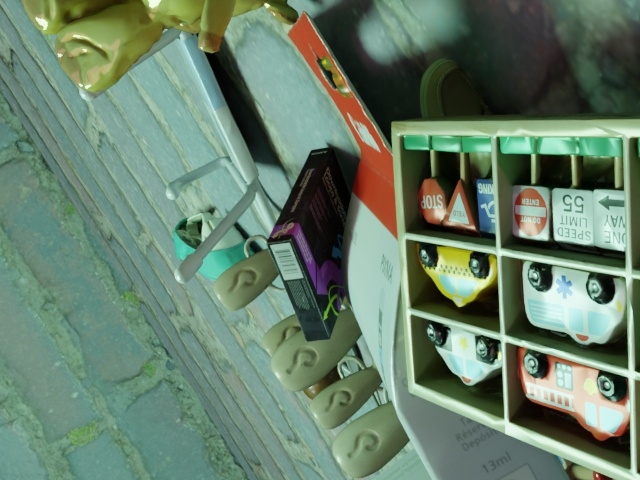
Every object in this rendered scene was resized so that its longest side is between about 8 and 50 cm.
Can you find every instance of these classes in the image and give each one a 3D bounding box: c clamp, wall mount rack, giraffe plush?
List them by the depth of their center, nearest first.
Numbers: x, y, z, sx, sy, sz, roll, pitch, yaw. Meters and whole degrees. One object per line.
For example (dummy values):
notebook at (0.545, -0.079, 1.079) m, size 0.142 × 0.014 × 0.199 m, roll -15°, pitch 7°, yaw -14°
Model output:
giraffe plush at (-0.109, -0.220, 0.733) m, size 0.210 × 0.170 × 0.181 m, roll -2°, pitch 102°, yaw 26°
wall mount rack at (-0.157, -0.121, 1.012) m, size 0.350 × 0.130 × 0.304 m, roll 65°, pitch 175°, yaw -23°
c clamp at (0.016, 0.148, 1.246) m, size 0.160 × 0.022 × 0.137 m, roll 37°, pitch 153°, yaw 43°

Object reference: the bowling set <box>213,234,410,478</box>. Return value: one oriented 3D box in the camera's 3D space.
bowling set at (0.023, 0.111, 1.045) m, size 0.287 × 0.154 × 0.200 m, roll 53°, pitch 179°, yaw 8°

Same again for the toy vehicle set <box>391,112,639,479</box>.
toy vehicle set at (0.127, 0.023, 0.444) m, size 0.267 × 0.035 × 0.166 m, roll 11°, pitch 109°, yaw 60°

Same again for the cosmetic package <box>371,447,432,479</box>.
cosmetic package at (0.137, 0.452, 1.169) m, size 0.155 × 0.197 × 0.366 m, roll 38°, pitch 152°, yaw 45°

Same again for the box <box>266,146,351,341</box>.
box at (0.000, 0.000, 0.882) m, size 0.029 × 0.162 × 0.116 m, roll -8°, pitch 123°, yaw 21°

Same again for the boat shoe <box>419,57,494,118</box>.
boat shoe at (0.112, -0.067, 0.646) m, size 0.045 × 0.050 × 0.135 m, roll 25°, pitch 154°, yaw 51°

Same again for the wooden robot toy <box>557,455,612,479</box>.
wooden robot toy at (0.209, 0.217, 0.801) m, size 0.173 × 0.079 × 0.076 m, roll 58°, pitch 161°, yaw -3°

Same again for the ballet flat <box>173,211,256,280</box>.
ballet flat at (-0.161, 0.005, 1.371) m, size 0.247 × 0.083 × 0.087 m, roll 15°, pitch 120°, yaw 60°

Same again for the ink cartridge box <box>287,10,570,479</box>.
ink cartridge box at (0.044, 0.020, 0.723) m, size 0.385 × 0.091 × 0.308 m, roll 60°, pitch -178°, yaw -11°

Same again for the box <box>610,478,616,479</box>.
box at (0.271, 0.136, 0.511) m, size 0.169 × 0.087 × 0.290 m, roll 47°, pitch 159°, yaw 29°
